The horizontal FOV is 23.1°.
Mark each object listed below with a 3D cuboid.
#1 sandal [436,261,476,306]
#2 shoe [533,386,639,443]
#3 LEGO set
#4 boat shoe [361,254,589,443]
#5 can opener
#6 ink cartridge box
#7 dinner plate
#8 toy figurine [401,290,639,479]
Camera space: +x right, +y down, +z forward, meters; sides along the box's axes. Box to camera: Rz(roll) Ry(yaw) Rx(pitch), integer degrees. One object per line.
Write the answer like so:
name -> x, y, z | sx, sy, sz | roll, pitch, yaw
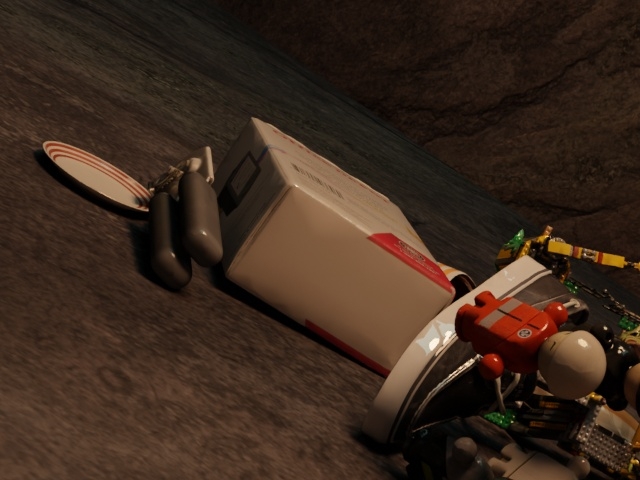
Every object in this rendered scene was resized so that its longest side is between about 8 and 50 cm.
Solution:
sandal -> 0.182, 0.084, 2.040 | 0.265, 0.076, 0.102 | 38, 12, 29
shoe -> 0.303, 0.209, 1.905 | 0.219, 0.058, 0.076 | 34, -21, -12
LEGO set -> 0.313, 0.139, 1.684 | 0.331, 0.255, 0.192 | 38, -14, -12
boat shoe -> 0.157, 0.118, 1.493 | 0.102, 0.108, 0.301 | 36, 40, 20
can opener -> -0.127, -0.017, 1.619 | 0.095, 0.076, 0.283 | 52, 9, -23
ink cartridge box -> 0.000, 0.000, 1.750 | 0.226, 0.131, 0.306 | 32, 9, -17
dinner plate -> -0.239, -0.064, 1.684 | 0.141, 0.017, 0.141 | 31, 10, -6
toy figurine -> 0.200, 0.164, 1.375 | 0.148, 0.210, 0.213 | 26, 4, 43
